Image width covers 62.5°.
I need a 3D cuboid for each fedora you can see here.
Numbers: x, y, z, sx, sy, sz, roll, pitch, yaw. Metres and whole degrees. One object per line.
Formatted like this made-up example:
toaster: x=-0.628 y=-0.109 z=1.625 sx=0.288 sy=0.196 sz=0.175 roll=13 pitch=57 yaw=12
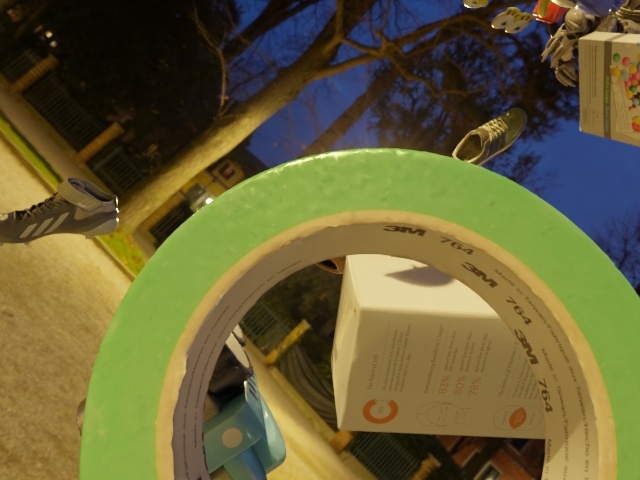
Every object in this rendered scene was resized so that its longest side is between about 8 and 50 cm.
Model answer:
fedora: x=0.000 y=0.000 z=1.217 sx=0.194 sy=0.079 sz=0.194 roll=30 pitch=-16 yaw=9

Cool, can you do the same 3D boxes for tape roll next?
tape roll: x=0.033 y=0.106 z=0.309 sx=0.321 sy=0.321 sz=0.077 roll=44 pitch=-11 yaw=11

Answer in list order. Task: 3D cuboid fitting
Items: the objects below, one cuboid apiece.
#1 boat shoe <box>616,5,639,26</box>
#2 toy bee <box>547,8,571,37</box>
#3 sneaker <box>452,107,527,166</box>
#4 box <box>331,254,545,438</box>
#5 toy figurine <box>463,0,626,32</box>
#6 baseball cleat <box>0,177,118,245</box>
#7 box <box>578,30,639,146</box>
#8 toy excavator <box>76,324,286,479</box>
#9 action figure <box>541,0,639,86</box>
boat shoe: x=0.658 y=-0.448 z=0.929 sx=0.091 sy=0.114 sz=0.302 roll=9 pitch=6 yaw=-39
toy bee: x=0.677 y=-0.456 z=1.211 sx=0.195 sy=0.162 sz=0.298 roll=-23 pitch=-68 yaw=40
sneaker: x=0.363 y=-0.220 z=1.143 sx=0.064 sy=0.192 sz=0.086 roll=55 pitch=16 yaw=23
box: x=0.202 y=0.157 z=0.798 sx=0.168 sy=0.345 sz=0.215 roll=-98 pitch=-166 yaw=-65
toy figurine: x=0.249 y=-0.345 z=0.574 sx=0.362 sy=0.191 sz=0.217 roll=12 pitch=25 yaw=-37
baseball cleat: x=-0.430 y=-0.050 z=0.832 sx=0.072 sy=0.205 sz=0.109 roll=52 pitch=-42 yaw=43
box: x=0.435 y=-0.199 z=0.710 sx=0.186 sy=0.038 sz=0.145 roll=43 pitch=-25 yaw=56
toy excavator: x=-0.122 y=0.344 z=0.761 sx=0.445 sy=0.222 sz=0.433 roll=57 pitch=-5 yaw=-13
action figure: x=0.497 y=-0.341 z=0.889 sx=0.185 sy=0.285 sz=0.099 roll=-39 pitch=-121 yaw=48
